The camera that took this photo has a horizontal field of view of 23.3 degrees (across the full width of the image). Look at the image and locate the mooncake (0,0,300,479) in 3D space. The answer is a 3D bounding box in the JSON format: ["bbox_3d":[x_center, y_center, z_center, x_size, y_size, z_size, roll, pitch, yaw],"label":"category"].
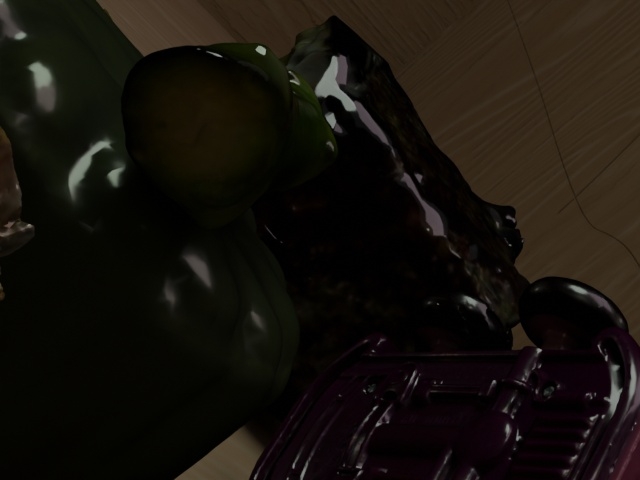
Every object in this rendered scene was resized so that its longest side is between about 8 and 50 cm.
[{"bbox_3d":[-0.167,-0.021,0.889,0.356,0.194,0.356,48,9,-10],"label":"mooncake"}]

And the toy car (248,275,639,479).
[{"bbox_3d":[0.122,0.198,1.077,0.341,0.271,0.240,-5,-47,51],"label":"toy car"}]

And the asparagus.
[{"bbox_3d":[-0.039,-0.059,0.834,0.085,0.082,0.343,57,5,2],"label":"asparagus"}]

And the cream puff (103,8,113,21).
[{"bbox_3d":[-0.246,-0.151,1.283,0.156,0.156,0.121,-119,-162,-52],"label":"cream puff"}]

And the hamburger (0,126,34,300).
[{"bbox_3d":[-0.237,0.000,0.617,0.155,0.208,0.135,20,-43,34],"label":"hamburger"}]

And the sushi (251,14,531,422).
[{"bbox_3d":[0.001,0.002,1.383,0.294,0.299,0.281,46,31,-13],"label":"sushi"}]
